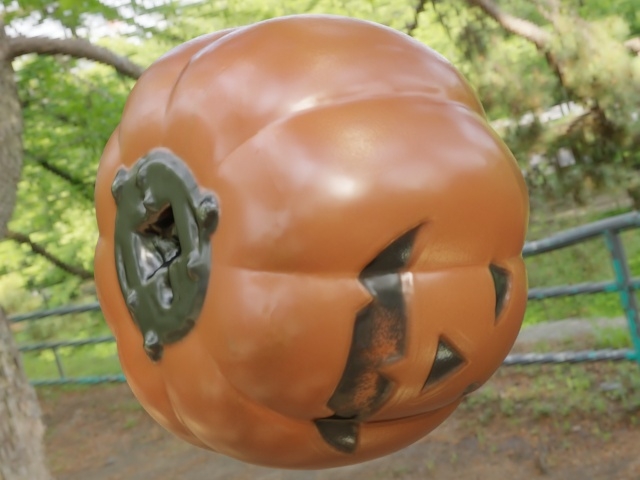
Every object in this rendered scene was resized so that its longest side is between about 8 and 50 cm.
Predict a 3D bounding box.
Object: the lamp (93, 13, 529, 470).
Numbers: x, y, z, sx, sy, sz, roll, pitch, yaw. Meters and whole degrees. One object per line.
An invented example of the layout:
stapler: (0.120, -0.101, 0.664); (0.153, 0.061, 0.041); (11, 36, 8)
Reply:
lamp: (0.000, 0.000, 0.459); (0.163, 0.188, 0.187); (-6, -3, -38)
